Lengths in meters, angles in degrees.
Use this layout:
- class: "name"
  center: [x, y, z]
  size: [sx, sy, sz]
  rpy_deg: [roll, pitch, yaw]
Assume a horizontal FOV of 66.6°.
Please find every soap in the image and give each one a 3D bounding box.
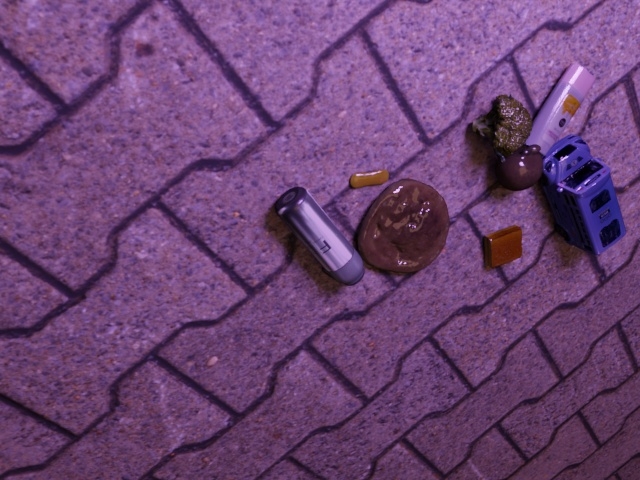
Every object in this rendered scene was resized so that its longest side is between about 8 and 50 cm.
- class: "soap"
  center: [0.105, -0.132, 1.036]
  size: [0.089, 0.012, 0.034]
  rpy_deg: [-11, 117, -16]

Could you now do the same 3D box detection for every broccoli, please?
- class: "broccoli"
  center: [0.388, -0.243, 1.039]
  size: [0.120, 0.130, 0.131]
  rpy_deg: [5, 130, 21]

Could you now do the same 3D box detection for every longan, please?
- class: "longan"
  center: [0.449, -0.167, 1.094]
  size: [0.106, 0.106, 0.119]
  rpy_deg: [-5, 145, -18]

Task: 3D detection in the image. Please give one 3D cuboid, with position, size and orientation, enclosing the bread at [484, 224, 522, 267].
- class: "bread"
  center: [0.459, 0.015, 1.225]
  size: [0.094, 0.035, 0.090]
  rpy_deg: [-18, 118, -12]

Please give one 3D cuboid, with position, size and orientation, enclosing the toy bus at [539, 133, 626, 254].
- class: "toy bus"
  center: [0.633, -0.106, 1.177]
  size: [0.125, 0.133, 0.292]
  rpy_deg: [-38, 121, 0]

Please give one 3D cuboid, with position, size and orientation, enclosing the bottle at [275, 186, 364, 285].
- class: "bottle"
  center: [0.000, 0.000, 1.024]
  size: [0.096, 0.079, 0.254]
  rpy_deg: [-19, 127, 33]

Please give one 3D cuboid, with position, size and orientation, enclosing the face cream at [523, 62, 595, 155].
- class: "face cream"
  center: [0.536, -0.291, 1.099]
  size: [0.084, 0.057, 0.198]
  rpy_deg: [21, 105, -33]

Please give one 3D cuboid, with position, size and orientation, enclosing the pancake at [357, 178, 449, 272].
- class: "pancake"
  center: [0.192, -0.019, 1.100]
  size: [0.242, 0.050, 0.242]
  rpy_deg: [-8, 115, -17]
